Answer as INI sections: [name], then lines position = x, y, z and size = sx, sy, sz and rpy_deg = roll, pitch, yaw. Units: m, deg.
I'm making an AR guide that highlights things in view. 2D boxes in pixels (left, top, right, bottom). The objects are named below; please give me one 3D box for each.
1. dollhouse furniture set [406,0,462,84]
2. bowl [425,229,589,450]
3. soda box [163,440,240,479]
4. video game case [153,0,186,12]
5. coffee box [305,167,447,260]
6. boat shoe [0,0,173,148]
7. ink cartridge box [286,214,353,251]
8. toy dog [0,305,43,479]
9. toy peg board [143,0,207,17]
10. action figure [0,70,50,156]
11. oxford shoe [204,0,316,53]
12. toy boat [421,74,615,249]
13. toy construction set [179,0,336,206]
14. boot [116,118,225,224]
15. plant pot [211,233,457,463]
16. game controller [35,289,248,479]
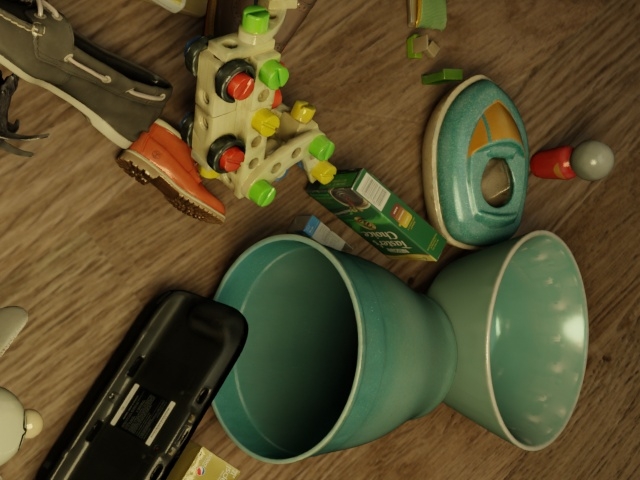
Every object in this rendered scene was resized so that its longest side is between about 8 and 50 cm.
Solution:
[dollhouse furniture set]
position = 0.177, -0.317, 1.292
size = 0.076, 0.059, 0.151
rpy_deg = -4, 91, -32
[bowl]
position = 0.255, 0.141, 1.247
size = 0.312, 0.163, 0.311
rpy_deg = 1, 89, -50
[soda box]
position = -0.170, 0.264, 1.000
size = 0.061, 0.181, 0.058
rpy_deg = 41, 68, -25
[video game case]
position = -0.227, -0.403, 0.970
size = 0.206, 0.026, 0.226
rpy_deg = 25, 61, -36
[coffee box]
position = 0.080, -0.034, 1.192
size = 0.184, 0.113, 0.040
rpy_deg = 38, 70, -31
[boat shoe]
position = -0.273, -0.207, 0.905
size = 0.095, 0.112, 0.335
rpy_deg = -44, 155, 3
[ink cartridge box]
position = 0.000, 0.000, 1.185
size = 0.083, 0.048, 0.028
rpy_deg = 39, 70, -25
[toy dog]
position = -0.363, 0.156, 0.839
size = 0.161, 0.334, 0.220
rpy_deg = 8, 110, -48
[toy peg board]
position = -0.196, -0.384, 1.055
size = 0.161, 0.079, 0.160
rpy_deg = 10, 84, -31
[action figure]
position = -0.423, -0.169, 0.873
size = 0.275, 0.164, 0.141
rpy_deg = 46, 55, -12
[oxford shoe]
position = -0.041, -0.367, 1.114
size = 0.130, 0.133, 0.363
rpy_deg = 29, 79, -29
[toy boat]
position = 0.303, -0.123, 1.312
size = 0.318, 0.148, 0.267
rpy_deg = -4, 93, -32
[toy construction set]
position = -0.066, -0.183, 1.016
size = 0.215, 0.151, 0.327
rpy_deg = -27, 132, -35
[boot]
position = -0.172, -0.087, 1.080
size = 0.158, 0.059, 0.084
rpy_deg = 40, 65, -23
[plant pot]
position = 0.033, 0.141, 1.095
size = 0.255, 0.272, 0.271
rpy_deg = 10, 84, -45
[game controller]
position = -0.210, 0.202, 0.987
size = 0.319, 0.167, 0.067
rpy_deg = -60, 144, -17
